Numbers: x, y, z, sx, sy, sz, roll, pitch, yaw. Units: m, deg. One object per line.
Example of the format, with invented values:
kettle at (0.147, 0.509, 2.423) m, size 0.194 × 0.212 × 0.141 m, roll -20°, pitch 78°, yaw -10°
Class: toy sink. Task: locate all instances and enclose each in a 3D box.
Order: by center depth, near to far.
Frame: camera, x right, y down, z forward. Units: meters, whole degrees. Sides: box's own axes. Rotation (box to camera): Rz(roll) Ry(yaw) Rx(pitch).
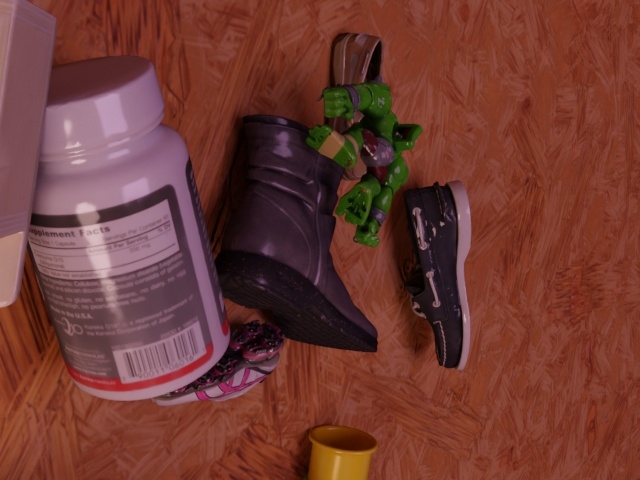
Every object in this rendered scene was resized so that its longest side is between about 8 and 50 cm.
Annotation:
toy sink at (-0.293, -0.065, 0.709) m, size 0.131 × 0.152 × 0.234 m, roll -110°, pitch -150°, yaw -84°

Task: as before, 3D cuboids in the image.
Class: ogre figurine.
ogre figurine at (0.056, -0.101, 1.142) m, size 0.118 × 0.097 × 0.197 m, roll -46°, pitch 112°, yaw -42°

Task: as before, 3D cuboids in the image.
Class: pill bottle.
pill bottle at (-0.186, -0.012, 0.898) m, size 0.161 × 0.161 × 0.283 m, roll -37°, pitch 127°, yaw -42°

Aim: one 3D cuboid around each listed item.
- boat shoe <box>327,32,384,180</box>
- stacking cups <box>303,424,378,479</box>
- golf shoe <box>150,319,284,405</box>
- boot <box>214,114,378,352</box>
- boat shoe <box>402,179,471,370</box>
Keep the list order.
boat shoe at (0.053, -0.165, 1.250) m, size 0.068 × 0.072 × 0.190 m, roll -24°, pitch 118°, yaw -48°
stacking cups at (0.006, 0.414, 1.347) m, size 0.096 × 0.096 × 0.316 m, roll -6°, pitch 109°, yaw -52°
golf shoe at (-0.117, 0.156, 1.114) m, size 0.186 × 0.067 × 0.086 m, roll -16°, pitch 132°, yaw -43°
boot at (0.000, 0.000, 1.201) m, size 0.338 × 0.118 × 0.223 m, roll 44°, pitch 54°, yaw -58°
boat shoe at (0.168, 0.057, 1.454) m, size 0.114 × 0.091 × 0.303 m, roll -108°, pitch -167°, yaw -70°
